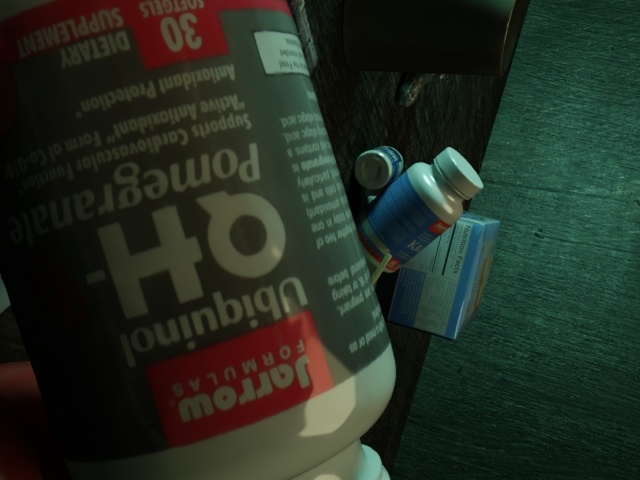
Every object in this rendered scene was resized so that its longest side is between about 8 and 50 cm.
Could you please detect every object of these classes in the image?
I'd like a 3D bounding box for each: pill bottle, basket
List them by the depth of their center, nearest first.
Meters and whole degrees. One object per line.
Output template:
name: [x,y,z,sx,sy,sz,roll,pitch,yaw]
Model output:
pill bottle: [-0.063,0.025,0.404,0.176,0.176,0.319,-26,99,-68]
basket: [0.163,-0.320,1.116,0.154,0.226,0.204,-56,154,-47]
pill bottle: [0.165,-0.055,1.347,0.221,0.124,0.124,-41,176,23]
pill bottle: [0.106,-0.129,1.366,0.120,0.067,0.067,-31,134,-67]

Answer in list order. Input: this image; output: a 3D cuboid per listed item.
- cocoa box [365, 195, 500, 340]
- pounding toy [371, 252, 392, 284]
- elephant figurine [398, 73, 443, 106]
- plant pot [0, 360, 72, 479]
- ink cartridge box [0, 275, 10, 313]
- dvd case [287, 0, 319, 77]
cocoa box: [0.218,0.044,1.593,0.347,0.227,0.232,-7,111,-72]
pounding toy: [0.045,0.097,1.305,0.141,0.100,0.130,-54,153,-50]
elephant figurine: [0.242,-0.388,1.468,0.239,0.169,0.186,-39,114,-38]
plant pot: [-0.190,0.166,0.465,0.174,0.191,0.191,27,78,-69]
ink cartridge box: [-0.189,-0.088,0.499,0.224,0.045,0.223,-58,156,-46]
dvd case: [-0.057,-0.176,0.895,0.164,0.018,0.221,70,37,-64]
